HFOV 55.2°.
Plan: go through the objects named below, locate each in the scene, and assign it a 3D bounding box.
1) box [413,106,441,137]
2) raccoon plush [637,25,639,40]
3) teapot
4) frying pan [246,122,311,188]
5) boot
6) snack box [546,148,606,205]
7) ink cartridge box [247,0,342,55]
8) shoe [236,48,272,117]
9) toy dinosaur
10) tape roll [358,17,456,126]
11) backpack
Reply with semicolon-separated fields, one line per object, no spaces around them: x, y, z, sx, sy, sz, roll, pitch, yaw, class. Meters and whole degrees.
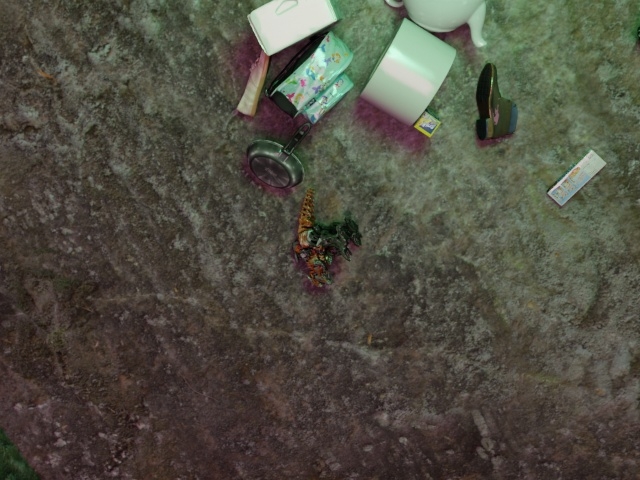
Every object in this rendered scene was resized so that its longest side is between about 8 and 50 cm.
0.302;-0.351;1.767;0.059;0.169;0.054;32;111;-8;box
1.017;-0.668;1.618;0.446;0.216;0.300;-1;99;-25;raccoon plush
0.313;-0.650;1.641;0.252;0.256;0.187;-3;143;-15;teapot
-0.098;-0.231;1.824;0.326;0.053;0.197;-7;135;45;frying pan
0.519;-0.406;1.792;0.106;0.082;0.219;-5;108;-16;boot
0.776;-0.191;1.864;0.064;0.022;0.178;39;109;-10;snack box
-0.060;-0.599;1.644;0.207;0.283;0.117;-23;107;14;ink cartridge box
-0.194;-0.474;1.815;0.058;0.077;0.219;18;114;-7;shoe
0.000;0.000;1.949;0.218;0.164;0.322;-2;133;23;toy dinosaur
0.237;-0.461;1.691;0.169;0.246;0.246;30;111;-6;tape roll
-0.014;-0.459;1.728;0.191;0.225;0.254;37;100;-12;backpack
